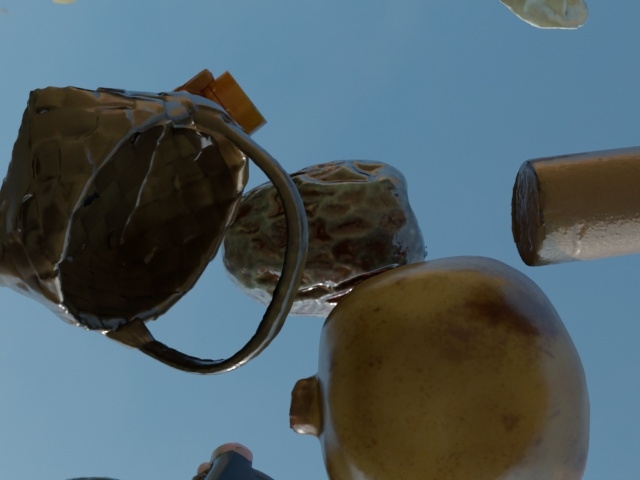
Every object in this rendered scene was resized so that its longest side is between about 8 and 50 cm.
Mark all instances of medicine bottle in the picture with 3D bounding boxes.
[{"bbox_3d":[-0.198,-0.152,1.550,0.222,0.149,0.112,-38,-156,2],"label":"medicine bottle"}]

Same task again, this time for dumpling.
[{"bbox_3d":[0.290,-0.396,1.467,0.126,0.216,0.166,-4,-154,38],"label":"dumpling"}]

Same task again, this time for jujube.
[{"bbox_3d":[-0.003,-0.008,1.559,0.307,0.215,0.247,-18,-140,5],"label":"jujube"}]

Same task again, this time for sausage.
[{"bbox_3d":[0.349,-0.044,1.144,0.252,0.123,0.123,-6,-118,-5],"label":"sausage"}]

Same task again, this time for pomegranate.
[{"bbox_3d":[0.151,0.207,1.323,0.416,0.416,0.417,-16,-118,34],"label":"pomegranate"}]

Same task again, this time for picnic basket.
[{"bbox_3d":[-0.155,-0.007,1.112,0.337,0.337,0.293,36,-71,42],"label":"picnic basket"}]

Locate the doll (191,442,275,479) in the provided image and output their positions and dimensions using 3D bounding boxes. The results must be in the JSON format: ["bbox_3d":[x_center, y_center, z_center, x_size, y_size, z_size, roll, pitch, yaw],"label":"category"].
[{"bbox_3d":[-0.165,0.484,1.513,0.284,0.240,0.310,45,-56,14],"label":"doll"}]

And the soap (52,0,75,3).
[{"bbox_3d":[-0.288,-0.518,1.510,0.306,0.115,0.427,-44,-163,41],"label":"soap"}]

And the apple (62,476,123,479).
[{"bbox_3d":[-0.170,0.275,0.737,0.196,0.196,0.157,52,-47,40],"label":"apple"}]
